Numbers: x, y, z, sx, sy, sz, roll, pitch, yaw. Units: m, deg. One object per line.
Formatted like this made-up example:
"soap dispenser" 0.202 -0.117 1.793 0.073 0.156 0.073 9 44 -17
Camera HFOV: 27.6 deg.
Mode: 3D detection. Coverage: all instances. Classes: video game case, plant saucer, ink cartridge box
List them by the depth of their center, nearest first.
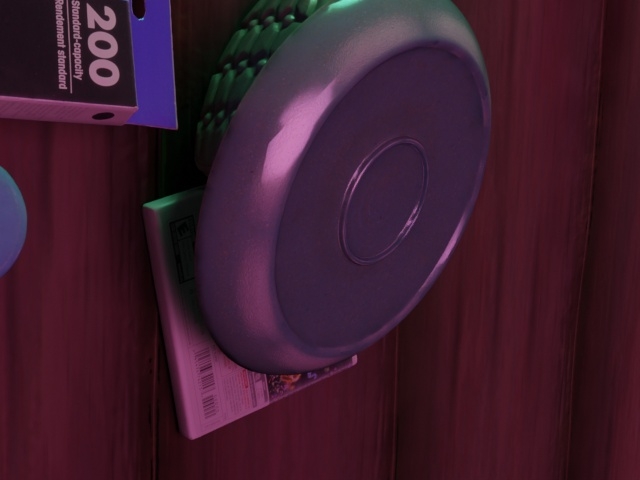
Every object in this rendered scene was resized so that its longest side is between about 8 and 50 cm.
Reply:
"ink cartridge box" -0.171 -0.179 0.818 0.208 0.045 0.206 1 81 -41
"plant saucer" 0.036 -0.035 0.970 0.317 0.043 0.318 -33 136 -38
"video game case" -0.051 0.039 1.026 0.173 0.022 0.190 -21 112 -35

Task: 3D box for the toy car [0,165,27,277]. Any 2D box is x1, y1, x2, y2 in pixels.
"toy car" -0.309 -0.053 0.664 0.210 0.219 0.238 -39 114 -26

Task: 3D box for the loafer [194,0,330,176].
"loafer" 0.019 -0.164 0.976 0.111 0.112 0.319 41 73 -30
